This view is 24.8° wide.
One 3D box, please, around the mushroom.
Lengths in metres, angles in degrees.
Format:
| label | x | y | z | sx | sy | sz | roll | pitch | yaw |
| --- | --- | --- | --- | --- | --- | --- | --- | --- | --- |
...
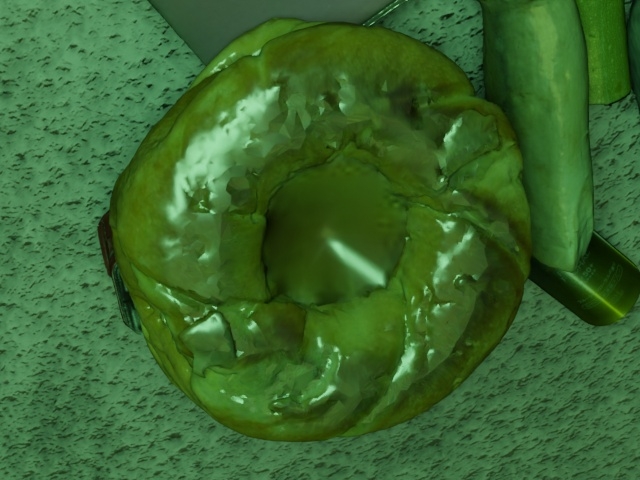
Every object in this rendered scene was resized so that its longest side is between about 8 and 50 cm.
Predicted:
| label | x | y | z | sx | sy | sz | roll | pitch | yaw |
| --- | --- | --- | --- | --- | --- | --- | --- | --- | --- |
| mushroom | 0.189 | -0.119 | 1.273 | 0.081 | 0.100 | 0.312 | -29 | 125 | -25 |

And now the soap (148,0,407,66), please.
| label | x | y | z | sx | sy | sz | roll | pitch | yaw |
| --- | --- | --- | --- | --- | --- | --- | --- | --- | --- |
| soap | -0.014 | -0.248 | 1.198 | 0.259 | 0.081 | 0.181 | -33 | 128 | 11 |

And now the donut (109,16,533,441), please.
| label | x | y | z | sx | sy | sz | roll | pitch | yaw |
| --- | --- | --- | --- | --- | --- | --- | --- | --- | --- |
| donut | 0.000 | 0.000 | 1.190 | 0.360 | 0.170 | 0.360 | -3 | 104 | -13 |

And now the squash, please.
| label | x | y | z | sx | sy | sz | roll | pitch | yaw |
| --- | --- | --- | --- | --- | --- | --- | --- | --- | --- |
| squash | 0.229 | -0.219 | 1.291 | 0.095 | 0.095 | 0.188 | -13 | 123 | -7 |

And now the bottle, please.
| label | x | y | z | sx | sy | sz | roll | pitch | yaw |
| --- | --- | --- | --- | --- | --- | --- | --- | --- | --- |
| bottle | 0.208 | -0.012 | 1.444 | 0.082 | 0.082 | 0.286 | -43 | 126 | 17 |

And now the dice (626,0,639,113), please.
| label | x | y | z | sx | sy | sz | roll | pitch | yaw |
| --- | --- | --- | --- | --- | --- | --- | --- | --- | --- |
| dice | 0.481 | -0.119 | 1.285 | 0.328 | 0.348 | 0.330 | -23 | 135 | 1 |

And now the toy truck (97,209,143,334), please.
| label | x | y | z | sx | sy | sz | roll | pitch | yaw |
| --- | --- | --- | --- | --- | --- | --- | --- | --- | --- |
| toy truck | -0.065 | -0.009 | 1.340 | 0.270 | 0.135 | 0.114 | -16 | 127 | -10 |
